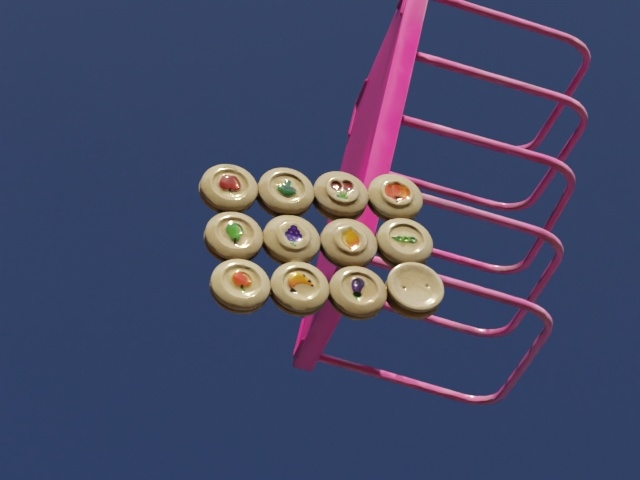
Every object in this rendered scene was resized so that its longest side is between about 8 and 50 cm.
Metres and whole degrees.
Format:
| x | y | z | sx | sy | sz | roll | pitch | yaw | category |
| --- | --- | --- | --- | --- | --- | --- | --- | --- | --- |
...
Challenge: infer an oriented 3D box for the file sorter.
| x | y | z | sx | sy | sz | roll | pitch | yaw | category |
| --- | --- | --- | --- | --- | --- | --- | --- | --- | --- |
| 0.111 | -0.034 | 1.312 | 0.182 | 0.291 | 0.202 | 17 | -31 | -4 | file sorter |

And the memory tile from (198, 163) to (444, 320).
| x | y | z | sx | sy | sz | roll | pitch | yaw | category |
| --- | --- | --- | --- | --- | --- | --- | --- | --- | --- |
| 0.000 | 0.000 | 0.959 | 0.148 | 0.113 | 0.012 | 3 | -36 | -14 | memory tile |
